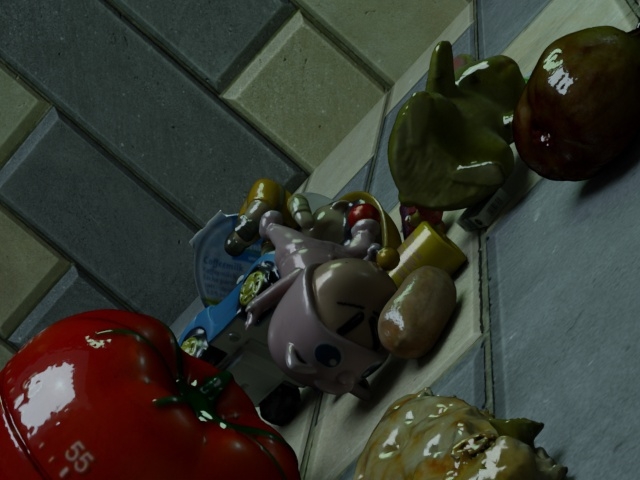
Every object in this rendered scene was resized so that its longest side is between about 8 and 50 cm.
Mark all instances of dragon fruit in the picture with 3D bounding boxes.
[{"bbox_3d":[0.152,-0.045,2.120,0.126,0.068,0.112,94,173,-70],"label":"dragon fruit"}]

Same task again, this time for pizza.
[{"bbox_3d":[0.060,0.263,1.238,0.435,0.080,0.392,-56,10,-30],"label":"pizza"}]

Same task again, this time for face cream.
[{"bbox_3d":[0.075,0.097,1.897,0.273,0.078,0.078,-48,8,9],"label":"face cream"}]

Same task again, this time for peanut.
[{"bbox_3d":[0.120,0.085,1.732,0.076,0.076,0.152,-41,10,45],"label":"peanut"}]

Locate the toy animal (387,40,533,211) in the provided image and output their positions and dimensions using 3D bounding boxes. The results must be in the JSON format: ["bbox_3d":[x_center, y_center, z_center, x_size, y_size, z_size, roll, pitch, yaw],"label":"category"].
[{"bbox_3d":[0.222,-0.192,1.987,0.363,0.181,0.180,-54,-5,-38],"label":"toy animal"}]

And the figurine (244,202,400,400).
[{"bbox_3d":[0.010,0.057,1.806,0.186,0.176,0.287,-46,31,34],"label":"figurine"}]

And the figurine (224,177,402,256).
[{"bbox_3d":[0.001,-0.003,2.113,0.192,0.257,0.167,-50,12,45],"label":"figurine"}]

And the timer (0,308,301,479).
[{"bbox_3d":[-0.210,0.261,1.610,0.279,0.378,0.378,-45,9,8],"label":"timer"}]

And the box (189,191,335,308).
[{"bbox_3d":[-0.045,0.057,2.366,0.262,0.291,0.206,8,26,30],"label":"box"}]

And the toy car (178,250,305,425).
[{"bbox_3d":[-0.067,0.118,2.029,0.314,0.198,0.166,-46,32,31],"label":"toy car"}]

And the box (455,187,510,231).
[{"bbox_3d":[0.222,-0.042,1.952,0.054,0.024,0.083,-53,9,-14],"label":"box"}]

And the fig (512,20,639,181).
[{"bbox_3d":[0.332,-0.193,1.654,0.274,0.145,0.170,-49,-6,-23],"label":"fig"}]
